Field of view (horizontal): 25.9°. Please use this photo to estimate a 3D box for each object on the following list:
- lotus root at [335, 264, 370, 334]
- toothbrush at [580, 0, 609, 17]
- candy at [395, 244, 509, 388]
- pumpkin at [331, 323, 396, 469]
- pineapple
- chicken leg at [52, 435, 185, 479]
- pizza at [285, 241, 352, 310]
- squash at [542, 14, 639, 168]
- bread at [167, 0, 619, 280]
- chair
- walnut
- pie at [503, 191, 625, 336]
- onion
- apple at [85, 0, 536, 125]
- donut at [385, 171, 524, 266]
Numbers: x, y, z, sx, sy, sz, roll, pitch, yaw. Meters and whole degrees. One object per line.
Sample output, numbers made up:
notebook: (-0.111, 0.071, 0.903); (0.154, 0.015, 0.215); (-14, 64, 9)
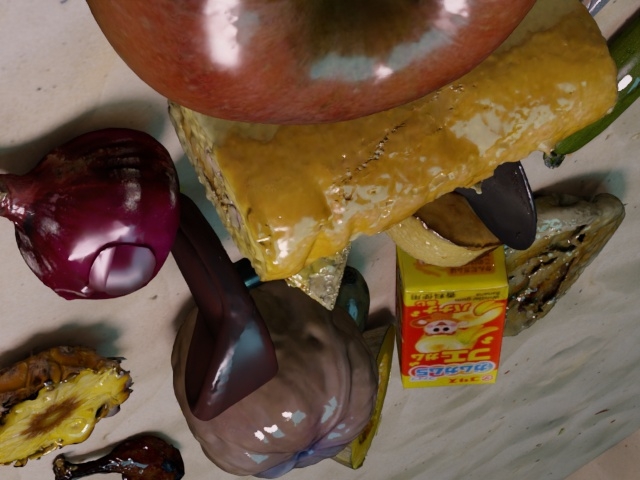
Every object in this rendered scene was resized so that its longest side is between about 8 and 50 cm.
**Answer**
lotus root: (0.020, 0.102, 1.805); (0.080, 0.089, 0.179); (17, 138, -6)
toothbrush: (0.284, -0.240, 1.573); (0.037, 0.028, 0.375); (1, 140, -38)
candy: (0.176, 0.101, 1.903); (0.146, 0.088, 0.276); (-4, 147, -1)
pumpkin: (0.035, 0.217, 1.986); (0.110, 0.217, 0.217); (9, 153, 7)
pineapple: (-0.316, 0.182, 1.580); (0.224, 0.076, 0.225); (-27, 157, -13)
chicken leg: (-0.262, 0.309, 1.902); (0.106, 0.051, 0.253); (-36, 152, 19)
pizza: (0.000, 0.014, 1.321); (0.123, 0.109, 0.026); (-22, -172, -10)
squash: (0.359, -0.193, 1.688); (0.080, 0.071, 0.318); (-7, 144, -44)
bread: (0.066, -0.132, 1.272); (0.375, 0.237, 0.165); (-27, 156, -12)
chair: (0.000, 0.000, 1.443); (0.401, 0.226, 0.226); (-29, 154, -10)
walnut: (-0.056, 0.160, 1.666); (0.248, 0.248, 0.248); (-26, 154, -14)
pie: (0.309, 0.036, 2.034); (0.339, 0.077, 0.339); (-26, 155, -14)
onion: (-0.219, -0.015, 1.271); (0.198, 0.135, 0.173); (-1, 137, -45)
apple: (-0.008, -0.253, 0.915); (0.338, 0.305, 0.338); (-13, 147, -9)
donut: (0.157, -0.032, 1.693); (0.217, 0.141, 0.085); (-5, 151, -37)
